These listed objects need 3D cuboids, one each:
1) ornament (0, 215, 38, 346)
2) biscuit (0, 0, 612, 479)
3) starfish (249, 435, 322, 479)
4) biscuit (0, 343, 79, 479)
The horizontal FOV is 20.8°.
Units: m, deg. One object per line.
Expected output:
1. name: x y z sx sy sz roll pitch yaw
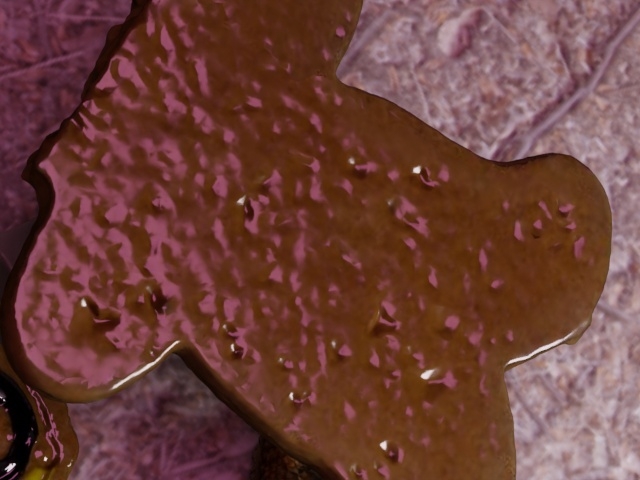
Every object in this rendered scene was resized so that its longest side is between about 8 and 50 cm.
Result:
1. ornament: -0.112 -0.003 1.234 0.285 0.120 0.130 -14 76 -20
2. biscuit: 0.000 0.000 1.172 0.394 0.076 0.368 32 71 -16
3. starfish: -0.026 0.257 1.211 0.303 0.113 0.312 16 76 -16
4. biscuit: -0.272 0.134 1.189 0.208 0.041 0.290 -18 84 -23
